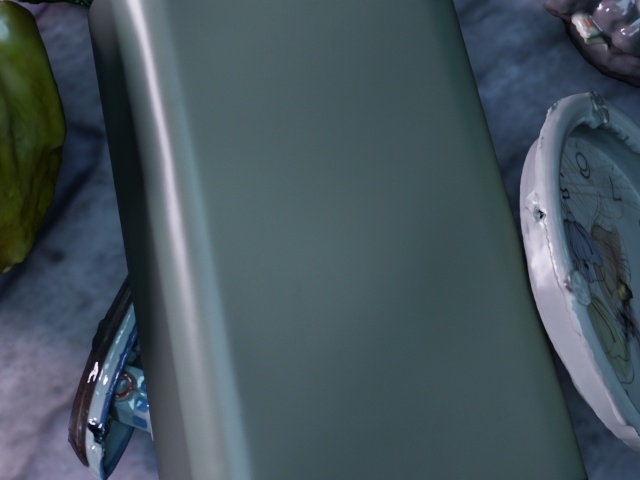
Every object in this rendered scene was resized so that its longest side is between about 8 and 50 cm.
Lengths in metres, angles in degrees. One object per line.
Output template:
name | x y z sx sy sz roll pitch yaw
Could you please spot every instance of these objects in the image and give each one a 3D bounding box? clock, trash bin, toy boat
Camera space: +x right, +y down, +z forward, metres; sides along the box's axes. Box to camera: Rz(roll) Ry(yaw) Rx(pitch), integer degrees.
clock | 0.175 0.030 0.966 0.053 0.236 0.236 -20 85 31
trash bin | 0.000 0.000 0.969 0.223 0.158 0.343 -9 84 -17
toy boat | -0.111 0.084 1.034 0.066 0.059 0.140 20 81 19

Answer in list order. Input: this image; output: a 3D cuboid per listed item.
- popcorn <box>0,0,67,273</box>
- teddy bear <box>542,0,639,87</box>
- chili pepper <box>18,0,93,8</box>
popcorn | -0.272 -0.072 0.945 0.276 0.276 0.225 34 101 4
teddy bear | 0.277 -0.116 0.998 0.251 0.144 0.171 40 74 1
chili pepper | -0.232 -0.221 1.065 0.227 0.059 0.088 37 85 2
